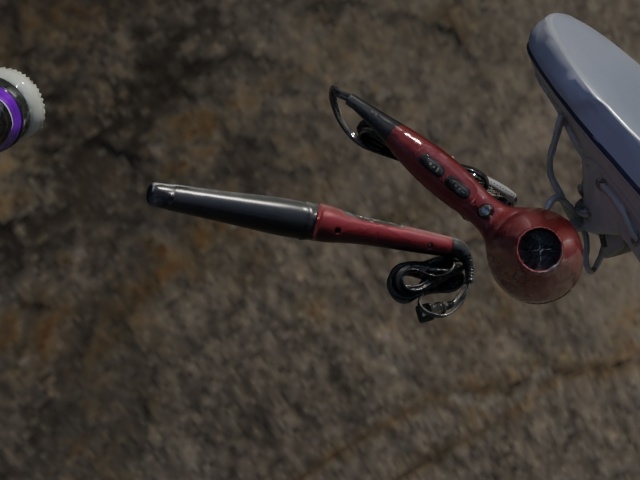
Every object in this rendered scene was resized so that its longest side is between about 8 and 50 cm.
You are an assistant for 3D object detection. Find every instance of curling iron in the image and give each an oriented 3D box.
[{"bbox_3d":[0.000,0.000,1.280,0.035,0.274,0.068,-22,54,60],"label":"curling iron"}]

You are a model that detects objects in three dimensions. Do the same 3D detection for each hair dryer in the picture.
[{"bbox_3d":[0.121,-0.022,1.427,0.080,0.223,0.293,-59,33,3],"label":"hair dryer"}]

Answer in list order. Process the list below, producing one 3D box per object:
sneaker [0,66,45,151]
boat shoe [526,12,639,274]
[{"bbox_3d":[-0.441,-0.103,1.775,0.293,0.102,0.146,-14,18,27],"label":"sneaker"},{"bbox_3d":[0.277,-0.029,1.535,0.367,0.136,0.156,53,124,18],"label":"boat shoe"}]
